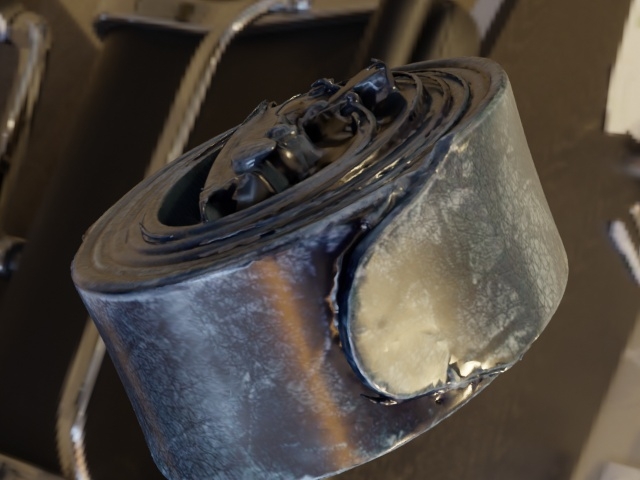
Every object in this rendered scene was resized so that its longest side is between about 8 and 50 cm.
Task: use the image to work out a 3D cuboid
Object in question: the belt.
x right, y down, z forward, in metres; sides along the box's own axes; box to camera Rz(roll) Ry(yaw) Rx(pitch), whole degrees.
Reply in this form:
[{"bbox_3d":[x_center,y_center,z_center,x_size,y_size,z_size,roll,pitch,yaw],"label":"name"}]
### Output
[{"bbox_3d":[0.000,0.000,0.398,0.190,0.141,0.082,-64,133,-67],"label":"belt"}]
